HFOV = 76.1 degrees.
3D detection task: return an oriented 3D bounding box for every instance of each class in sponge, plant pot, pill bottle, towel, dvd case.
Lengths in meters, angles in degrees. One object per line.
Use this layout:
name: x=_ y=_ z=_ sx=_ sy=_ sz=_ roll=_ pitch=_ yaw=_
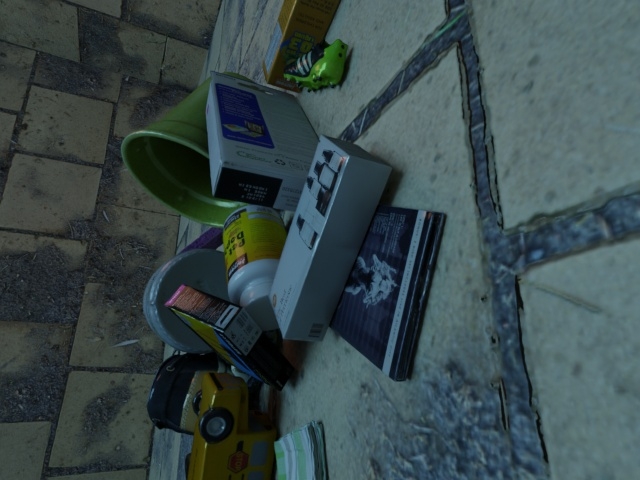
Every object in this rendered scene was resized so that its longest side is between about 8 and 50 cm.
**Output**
sponge: x=-0.326 y=0.017 z=1.144 sx=0.210 sy=0.031 sz=0.117 roll=-48 pitch=-2 yaw=-43
plant pot: x=-0.220 y=-0.207 z=0.867 sx=0.276 sy=0.276 sz=0.254 roll=-37 pitch=26 yaw=57
pill bottle: x=-0.101 y=0.042 z=0.688 sx=0.215 sy=0.117 sz=0.117 roll=-111 pitch=38 yaw=-48
towel: x=-0.033 y=0.319 z=0.558 sx=0.152 sy=0.023 sz=0.113 roll=129 pitch=143 yaw=-48
dvd case: x=0.050 y=0.038 z=0.479 sx=0.221 sy=0.018 sz=0.164 roll=-159 pitch=81 yaw=-66

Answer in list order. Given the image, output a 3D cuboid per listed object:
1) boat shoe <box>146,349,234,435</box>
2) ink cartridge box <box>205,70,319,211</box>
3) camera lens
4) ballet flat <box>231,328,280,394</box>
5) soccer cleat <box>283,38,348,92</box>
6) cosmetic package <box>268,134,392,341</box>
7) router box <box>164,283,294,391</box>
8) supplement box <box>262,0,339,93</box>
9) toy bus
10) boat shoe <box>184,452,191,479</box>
boat shoe: x=-0.304 y=0.337 z=0.942 sx=0.500 sy=0.156 sz=0.187 roll=140 pitch=143 yaw=-68
ink cartridge box: x=-0.096 y=-0.177 z=0.682 sx=0.371 sy=0.176 sz=0.069 roll=-109 pitch=36 yaw=-47
camera lens: x=-0.276 y=0.134 z=0.918 sx=0.274 sy=0.219 sz=0.219 roll=-18 pitch=66 yaw=63
ballet flat: x=-0.133 y=0.221 z=0.762 sx=0.070 sy=0.070 sz=0.188 roll=-113 pitch=39 yaw=-50
soccer cleat: x=-0.008 y=-0.293 z=0.686 sx=0.179 sy=0.060 sz=0.072 roll=32 pitch=101 yaw=57
cosmetic package: x=0.000 y=0.000 z=0.509 sx=0.099 sy=0.060 sz=0.239 roll=-123 pitch=48 yaw=-59
router box: x=-0.132 y=0.147 z=0.614 sx=0.133 sy=0.179 sz=0.046 roll=12 pitch=55 yaw=36
supplement box: x=-0.033 y=-0.392 z=0.742 sx=0.233 sy=0.078 sz=0.080 roll=-56 pitch=37 yaw=44
toy bus: x=-0.154 y=0.395 z=0.666 sx=0.108 sy=0.130 sz=0.332 roll=179 pitch=99 yaw=-66
boat shoe: x=-0.212 y=0.459 z=0.819 sx=0.257 sy=0.095 sz=0.095 roll=-57 pitch=42 yaw=49
